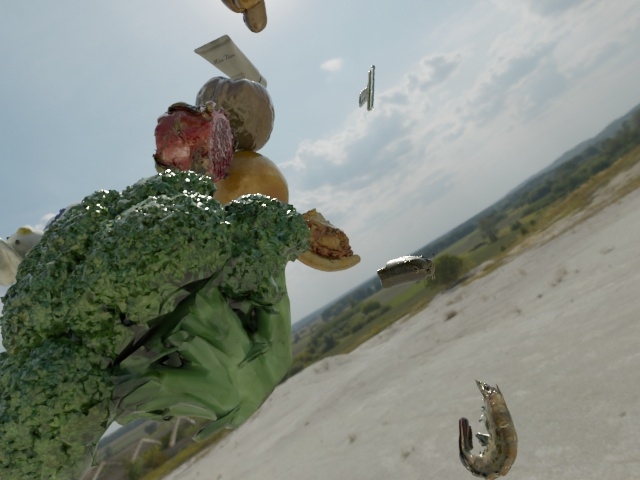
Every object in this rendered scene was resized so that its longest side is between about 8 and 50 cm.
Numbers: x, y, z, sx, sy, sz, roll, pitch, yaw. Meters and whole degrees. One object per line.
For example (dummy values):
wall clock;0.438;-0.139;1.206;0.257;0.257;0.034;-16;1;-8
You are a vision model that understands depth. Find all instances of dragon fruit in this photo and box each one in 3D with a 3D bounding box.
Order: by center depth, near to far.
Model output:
dragon fruit;-0.289;-0.243;1.098;0.147;0.210;0.282;-5;31;17

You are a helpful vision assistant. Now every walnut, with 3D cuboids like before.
walnut;-0.264;-0.382;1.382;0.248;0.248;0.248;-31;-8;-5

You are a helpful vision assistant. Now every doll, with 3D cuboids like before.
doll;-0.536;-0.003;0.900;0.293;0.138;0.119;-46;-33;-45

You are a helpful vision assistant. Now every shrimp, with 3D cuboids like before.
shrimp;0.398;0.462;1.096;0.173;0.058;0.253;-50;16;23

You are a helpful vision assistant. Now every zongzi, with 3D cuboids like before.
zongzi;0.297;0.080;1.395;0.187;0.084;0.184;-16;3;40

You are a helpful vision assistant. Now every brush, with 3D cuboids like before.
brush;0.099;-0.314;0.966;0.010;0.082;0.218;1;9;-2

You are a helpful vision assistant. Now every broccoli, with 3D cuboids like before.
broccoli;-0.195;0.089;0.531;0.321;0.309;0.413;-1;30;34

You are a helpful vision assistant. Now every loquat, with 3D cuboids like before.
loquat;-0.223;-0.136;1.337;0.263;0.263;0.263;-31;-8;-5

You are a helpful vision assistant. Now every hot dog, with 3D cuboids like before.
hot dog;-0.101;-0.346;0.574;0.060;0.140;0.090;-17;9;-33

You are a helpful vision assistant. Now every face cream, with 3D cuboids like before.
face cream;-0.308;-0.642;1.644;0.143;0.089;0.314;-13;-17;23

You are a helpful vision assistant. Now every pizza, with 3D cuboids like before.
pizza;0.001;0.007;1.108;0.056;0.271;0.134;10;70;54
